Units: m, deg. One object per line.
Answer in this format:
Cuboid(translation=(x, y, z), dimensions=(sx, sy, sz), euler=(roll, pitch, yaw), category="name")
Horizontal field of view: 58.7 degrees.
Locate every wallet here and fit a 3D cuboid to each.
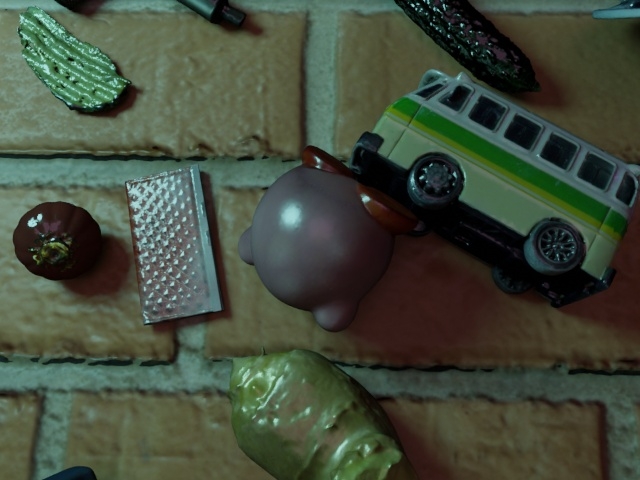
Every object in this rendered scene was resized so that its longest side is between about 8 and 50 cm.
Cuboid(translation=(-0.190, 0.004, 0.730), dimensions=(0.103, 0.020, 0.196), euler=(-12, 77, -2), category="wallet")

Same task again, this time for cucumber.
Cuboid(translation=(0.177, -0.295, 0.762), dimensions=(0.072, 0.072, 0.300), euler=(-39, 79, -7), category="cucumber")

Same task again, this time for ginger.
Cuboid(translation=(0.008, 0.215, 0.615), dimensions=(0.267, 0.152, 0.138), euler=(34, 77, 28), category="ginger")

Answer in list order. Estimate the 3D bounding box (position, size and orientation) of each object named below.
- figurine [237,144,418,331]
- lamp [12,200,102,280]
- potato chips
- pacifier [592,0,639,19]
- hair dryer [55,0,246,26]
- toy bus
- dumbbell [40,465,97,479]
Cuboid(translation=(0.000, 0.000, 0.652), dimensions=(0.173, 0.173, 0.173), euler=(0, 77, 1), category="figurine")
Cuboid(translation=(-0.321, 0.001, 0.699), dimensions=(0.101, 0.090, 0.101), euler=(-6, 113, -15), category="lamp")
Cuboid(translation=(-0.356, -0.247, 0.787), dimensions=(0.207, 0.028, 0.092), euler=(38, 79, 8), category="potato chips")
Cuboid(translation=(0.481, -0.244, 0.706), dimensions=(0.287, 0.238, 0.226), euler=(-2, 108, 0), category="pacifier")
Cuboid(translation=(-0.213, -0.441, 0.815), dimensions=(0.284, 0.156, 0.320), euler=(23, 91, -14), category="hair dryer")
Cuboid(translation=(0.201, -0.071, 0.674), dimensions=(0.305, 0.143, 0.179), euler=(30, 77, 9), category="toy bus")
Cuboid(translation=(-0.254, 0.405, 0.575), dimensions=(0.156, 0.143, 0.316), euler=(-25, 78, -5), category="dumbbell")
